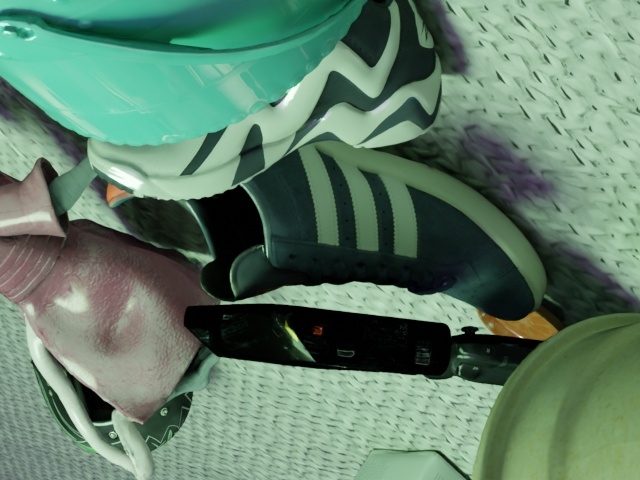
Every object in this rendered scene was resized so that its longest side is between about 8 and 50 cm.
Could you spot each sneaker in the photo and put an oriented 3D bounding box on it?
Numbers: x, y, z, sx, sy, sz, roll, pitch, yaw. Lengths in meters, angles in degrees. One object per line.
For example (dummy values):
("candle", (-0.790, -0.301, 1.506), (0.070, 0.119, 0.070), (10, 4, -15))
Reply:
("sneaker", (-0.042, -0.119, 1.065), (0.235, 0.094, 0.153), (-9, 133, 0))
("sneaker", (0.000, 0.000, 1.229), (0.350, 0.148, 0.131), (29, 158, -14))

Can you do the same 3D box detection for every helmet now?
("helmet", (-0.218, 0.156, 1.827), (0.161, 0.169, 0.169), (52, 155, -2))

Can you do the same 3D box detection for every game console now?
("game console", (0.092, 0.083, 1.246), (0.361, 0.044, 0.213), (8, 175, -21))

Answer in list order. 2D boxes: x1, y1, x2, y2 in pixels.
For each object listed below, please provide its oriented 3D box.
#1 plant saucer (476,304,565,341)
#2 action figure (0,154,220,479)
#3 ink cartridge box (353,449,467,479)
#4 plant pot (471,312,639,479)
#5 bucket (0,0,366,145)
("plant saucer", (0.164, 0.066, 1.349), (0.083, 0.013, 0.083), (28, 155, 14))
("action figure", (-0.273, 0.011, 1.515), (0.370, 0.276, 0.248), (32, 167, -31))
("ink cartridge box", (0.098, 0.419, 1.736), (0.272, 0.309, 0.130), (44, 155, -20))
("plant pot", (0.313, 0.155, 1.011), (0.334, 0.334, 0.305), (39, 144, -11))
("bucket", (-0.102, -0.196, 0.879), (0.281, 0.281, 0.183), (18, 162, 32))
